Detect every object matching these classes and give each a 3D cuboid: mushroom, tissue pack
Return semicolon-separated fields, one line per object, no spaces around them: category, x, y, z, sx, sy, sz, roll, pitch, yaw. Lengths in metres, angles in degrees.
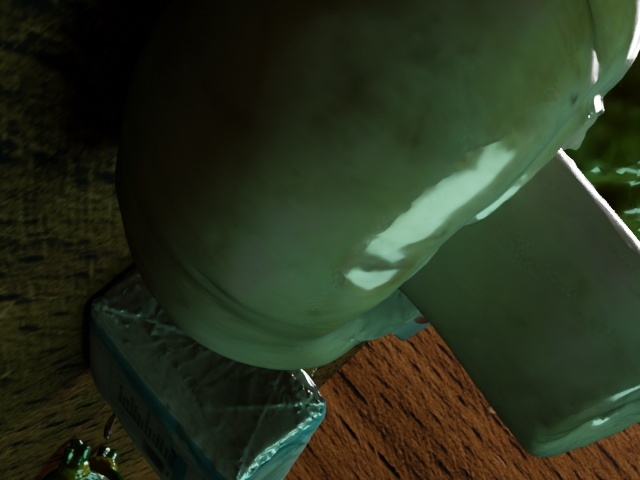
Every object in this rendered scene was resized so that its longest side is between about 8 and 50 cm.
mushroom;0.033;-0.048;0.988;0.325;0.353;0.353;7;138;-38
tissue pack;-0.102;0.131;1.526;0.124;0.201;0.271;-33;170;-17

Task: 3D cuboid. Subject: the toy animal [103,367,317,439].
toy animal;-0.123;0.127;1.872;0.255;0.114;0.116;-25;-170;-6

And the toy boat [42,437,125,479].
toy boat;-0.258;0.265;1.970;0.229;0.089;0.088;83;15;-80

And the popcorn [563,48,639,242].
popcorn;0.172;-0.102;1.490;0.290;0.325;0.321;-13;105;-69

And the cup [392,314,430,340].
cup;0.187;-0.001;2.410;0.288;0.203;0.203;-37;173;9
